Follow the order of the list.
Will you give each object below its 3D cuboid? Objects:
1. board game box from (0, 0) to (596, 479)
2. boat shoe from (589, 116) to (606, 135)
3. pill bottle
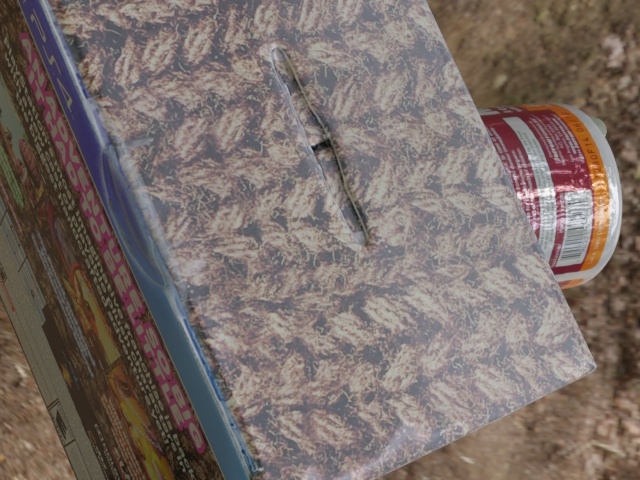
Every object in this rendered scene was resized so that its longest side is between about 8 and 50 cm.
[{"bbox_3d":[-0.050,0.002,0.618,0.141,0.291,0.232,-22,84,-23],"label":"board game box"},{"bbox_3d":[0.244,-0.084,1.465,0.137,0.043,0.049,-32,76,-13],"label":"boat shoe"},{"bbox_3d":[0.062,-0.017,0.839,0.221,0.121,0.121,-7,91,-26],"label":"pill bottle"}]
